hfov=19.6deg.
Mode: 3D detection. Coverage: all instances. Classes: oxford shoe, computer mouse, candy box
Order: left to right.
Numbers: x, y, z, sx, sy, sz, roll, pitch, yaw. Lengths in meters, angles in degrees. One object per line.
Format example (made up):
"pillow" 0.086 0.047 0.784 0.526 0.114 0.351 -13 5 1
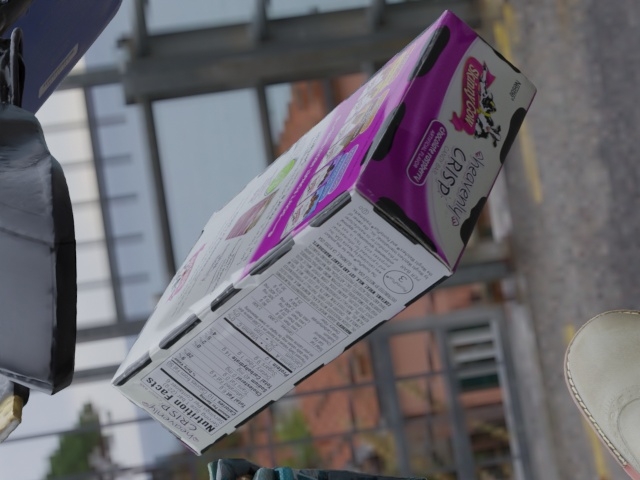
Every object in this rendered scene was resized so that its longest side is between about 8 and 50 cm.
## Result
"computer mouse" -0.156 0.023 0.854 0.262 0.060 0.184 -118 31 -61
"candy box" 0.000 0.000 0.997 0.233 0.071 0.159 -37 17 43
"oxford shoe" 0.329 0.164 1.342 0.397 0.140 0.146 37 177 31

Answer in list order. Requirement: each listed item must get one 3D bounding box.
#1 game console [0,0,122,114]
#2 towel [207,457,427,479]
"game console" -0.282 -0.239 1.508 0.250 0.173 0.293 105 -169 -45
"towel" 0.048 0.289 0.904 0.271 0.040 0.370 26 -132 -68
